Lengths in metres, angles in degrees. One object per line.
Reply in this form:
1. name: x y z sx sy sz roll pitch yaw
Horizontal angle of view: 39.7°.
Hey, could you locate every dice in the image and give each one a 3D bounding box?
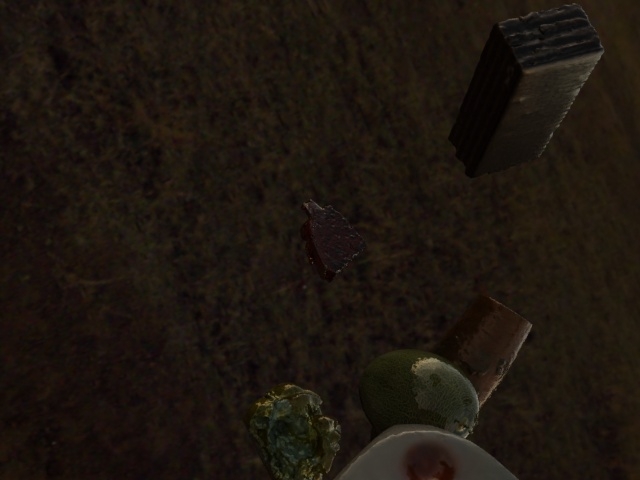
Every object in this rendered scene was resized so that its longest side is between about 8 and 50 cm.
1. dice: 0.095 0.387 0.998 0.251 0.243 0.259 39 50 17

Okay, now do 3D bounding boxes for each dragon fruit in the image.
1. dragon fruit: -0.001 0.002 1.449 0.097 0.063 0.131 -34 76 -34

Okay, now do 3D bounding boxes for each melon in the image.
1. melon: 0.136 0.220 1.200 0.139 0.192 0.139 -14 113 -38

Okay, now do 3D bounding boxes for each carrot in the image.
1. carrot: 0.194 0.223 1.352 0.139 0.301 0.139 32 2 -1

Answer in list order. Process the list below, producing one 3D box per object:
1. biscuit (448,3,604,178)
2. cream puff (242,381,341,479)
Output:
1. biscuit: 0.229 -0.162 1.022 0.252 0.106 0.070 99 -28 -64
2. cream puff: -0.048 0.393 1.776 0.195 0.195 0.220 -21 87 -61
